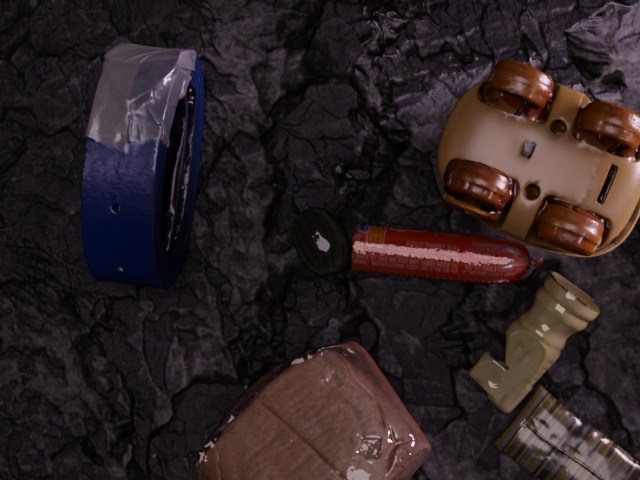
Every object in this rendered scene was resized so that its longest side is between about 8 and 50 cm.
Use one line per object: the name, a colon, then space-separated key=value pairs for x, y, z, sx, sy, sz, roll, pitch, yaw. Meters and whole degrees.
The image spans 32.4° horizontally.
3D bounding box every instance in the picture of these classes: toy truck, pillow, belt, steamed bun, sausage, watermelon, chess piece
toy truck: x=0.296 y=-0.094 z=1.440 sx=0.288 sy=0.211 sz=0.204 roll=22 pitch=90 yaw=6
pillow: x=0.355 y=0.307 z=1.545 sx=0.203 sy=0.038 sz=0.113 roll=37 pitch=92 yaw=9
belt: x=-0.255 y=-0.108 z=1.588 sx=0.117 sy=0.212 sz=0.347 roll=8 pitch=91 yaw=11
steamed bun: x=-0.006 y=0.308 z=1.532 sx=0.301 sy=0.199 sz=0.251 roll=-39 pitch=64 yaw=-4
sausage: x=0.180 y=0.023 z=1.577 sx=0.274 sy=0.074 sz=0.074 roll=6 pitch=87 yaw=10
watermelon: x=0.000 y=0.000 z=1.607 sx=0.078 sy=0.078 sz=0.111 roll=-30 pitch=81 yaw=6
chess piece: x=0.297 y=0.147 z=1.553 sx=0.090 sy=0.090 sz=0.200 roll=39 pitch=104 yaw=10
